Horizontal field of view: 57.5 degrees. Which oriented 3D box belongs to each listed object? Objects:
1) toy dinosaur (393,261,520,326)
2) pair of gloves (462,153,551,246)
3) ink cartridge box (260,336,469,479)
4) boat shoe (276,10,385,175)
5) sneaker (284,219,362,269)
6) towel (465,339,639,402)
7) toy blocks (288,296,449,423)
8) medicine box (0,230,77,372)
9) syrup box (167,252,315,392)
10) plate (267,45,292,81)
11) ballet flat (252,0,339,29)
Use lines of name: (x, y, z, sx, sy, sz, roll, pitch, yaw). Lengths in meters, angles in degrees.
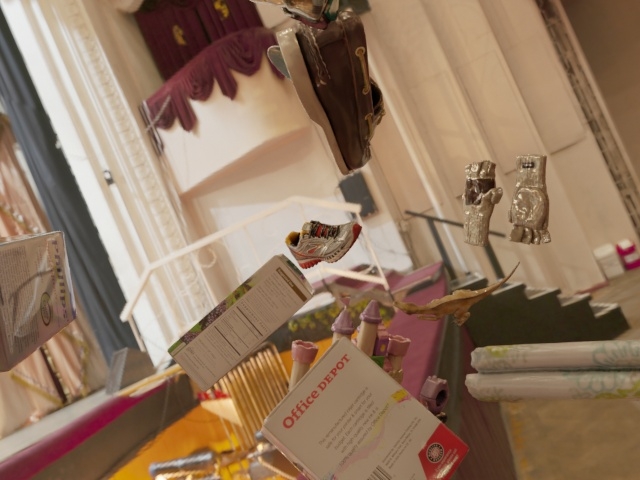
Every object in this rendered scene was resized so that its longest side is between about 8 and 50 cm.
toy dinosaur: (0.199, 0.088, 0.833, 0.183, 0.053, 0.092, -18, -19, 6)
pair of gloves: (0.420, -0.089, 1.336, 0.042, 0.204, 0.240, -3, 1, -34)
ink cartridge box: (0.075, 0.365, 1.062, 0.226, 0.306, 0.131, -43, -14, -24)
boat shoe: (0.037, -0.181, 0.775, 0.097, 0.116, 0.324, -22, -21, 8)
sneaker: (0.000, 0.000, 1.300, 0.225, 0.093, 0.088, -21, 28, 46)
towel: (0.439, 0.206, 0.885, 0.374, 0.090, 0.320, -9, -16, 29)
toy blocks: (0.129, 0.268, 1.388, 0.288, 0.260, 0.309, 8, 5, -45)
medicine box: (-0.505, 0.082, 0.771, 0.263, 0.149, 0.289, -7, 6, -7)
syrup box: (-0.124, 0.130, 0.961, 0.237, 0.096, 0.093, -42, -1, 2)
plate: (-0.040, -0.405, 1.381, 0.024, 0.188, 0.188, -59, 2, -6)
ballet flat: (-0.023, -0.214, 0.476, 0.079, 0.077, 0.221, 0, 12, 1)
